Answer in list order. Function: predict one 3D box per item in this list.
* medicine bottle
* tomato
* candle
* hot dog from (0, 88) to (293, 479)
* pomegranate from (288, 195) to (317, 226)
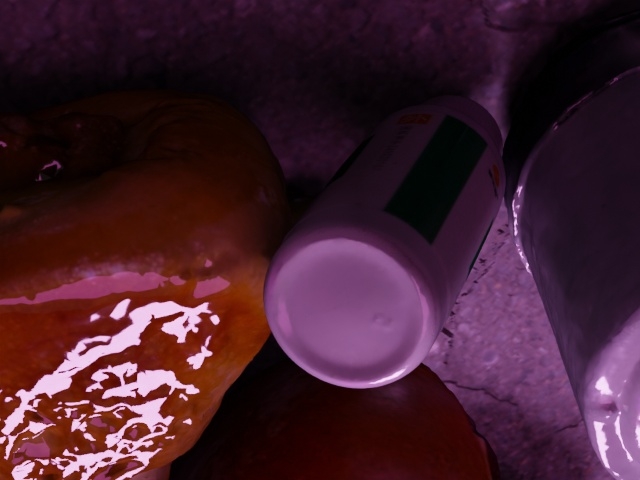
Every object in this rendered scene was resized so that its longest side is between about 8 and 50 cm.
[{"bbox_3d":[0.049,-0.014,0.821,0.095,0.260,0.095,7,115,16],"label":"medicine bottle"},{"bbox_3d":[-0.053,0.208,0.948,0.176,0.289,0.335,25,120,-27],"label":"tomato"},{"bbox_3d":[0.237,0.022,0.855,0.221,0.342,0.221,-5,129,-6],"label":"candle"},{"bbox_3d":[-0.193,0.077,0.866,0.223,0.185,0.405,18,121,-26],"label":"hot dog"},{"bbox_3d":[-0.004,0.001,0.946,0.073,0.084,0.073,7,118,14],"label":"pomegranate"}]
